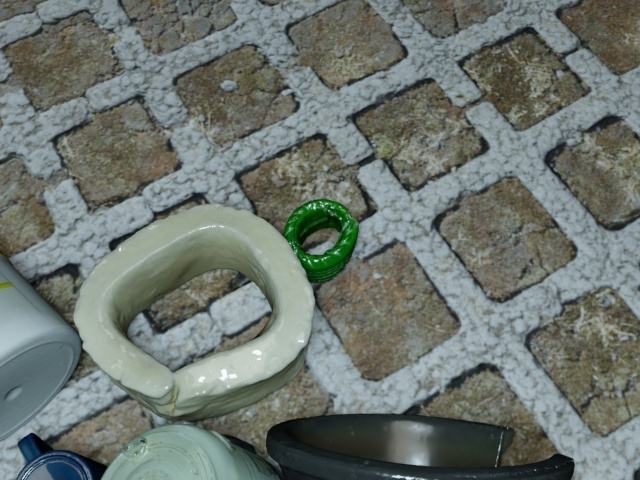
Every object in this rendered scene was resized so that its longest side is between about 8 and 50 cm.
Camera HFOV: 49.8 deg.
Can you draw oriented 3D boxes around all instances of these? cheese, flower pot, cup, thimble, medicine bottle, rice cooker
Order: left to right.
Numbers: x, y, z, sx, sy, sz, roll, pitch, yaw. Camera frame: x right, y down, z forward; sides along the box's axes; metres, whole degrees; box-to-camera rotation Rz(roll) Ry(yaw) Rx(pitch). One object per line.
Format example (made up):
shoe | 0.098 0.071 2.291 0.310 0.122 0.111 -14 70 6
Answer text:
medicine bottle | -0.500 0.140 0.966 0.232 0.238 0.238 39 70 16
cup | -0.354 0.340 0.928 0.150 0.138 0.114 19 65 8
cheese | -0.182 0.116 1.030 0.332 0.153 0.292 -27 68 -13
rice cooker | -0.154 0.356 0.874 0.225 0.244 0.226 -15 56 23
thimble | 0.000 0.000 1.125 0.130 0.090 0.118 -24 66 -12
flower pot | 0.103 0.360 0.845 0.379 0.379 0.251 4 86 1
